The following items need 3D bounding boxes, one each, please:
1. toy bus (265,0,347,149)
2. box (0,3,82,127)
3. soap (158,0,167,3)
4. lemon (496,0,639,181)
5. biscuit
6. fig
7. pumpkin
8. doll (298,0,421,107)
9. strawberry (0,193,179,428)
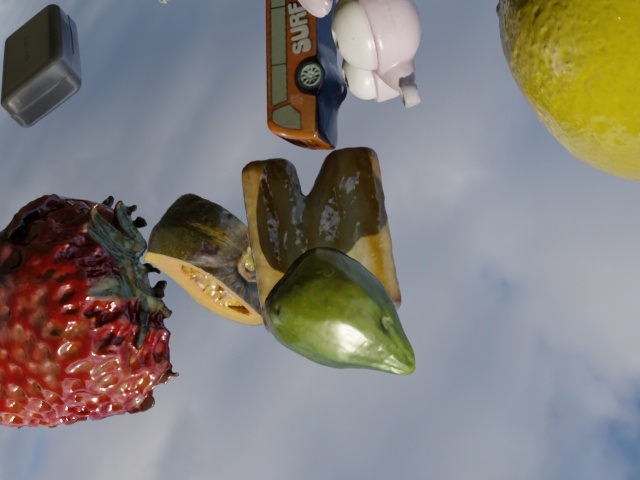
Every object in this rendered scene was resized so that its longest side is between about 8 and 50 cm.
[{"bbox_3d":[-0.020,-0.325,1.391,0.092,0.093,0.409,-4,-99,22],"label":"toy bus"},{"bbox_3d":[-0.369,-0.236,1.359,0.103,0.055,0.243,-36,-148,6],"label":"box"},{"bbox_3d":[-0.421,-0.569,1.778,0.339,0.304,0.169,22,-110,26],"label":"soap"},{"bbox_3d":[0.406,-0.231,1.229,0.364,0.364,0.364,-44,-150,33],"label":"lemon"},{"bbox_3d":[0.000,0.000,1.671,0.062,0.237,0.290,179,-99,-78],"label":"biscuit"},{"bbox_3d":[0.024,0.110,1.505,0.233,0.167,0.167,35,-84,32],"label":"fig"},{"bbox_3d":[-0.198,0.043,1.970,0.222,0.317,0.139,8,-114,42],"label":"pumpkin"},{"bbox_3d":[0.021,-0.279,1.168,0.160,0.094,0.365,86,-21,-54],"label":"doll"},{"bbox_3d":[-0.304,0.072,1.123,0.280,0.150,0.253,-17,-108,34],"label":"strawberry"}]
